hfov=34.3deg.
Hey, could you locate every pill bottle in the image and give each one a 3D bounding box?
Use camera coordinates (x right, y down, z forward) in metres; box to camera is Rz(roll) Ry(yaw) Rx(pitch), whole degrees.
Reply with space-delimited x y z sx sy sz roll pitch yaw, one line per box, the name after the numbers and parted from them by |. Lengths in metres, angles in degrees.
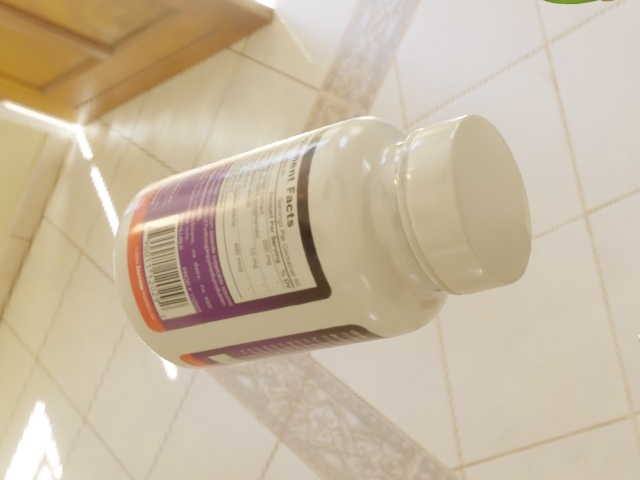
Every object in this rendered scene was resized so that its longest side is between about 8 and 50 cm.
0.000 0.000 0.517 0.193 0.108 0.108 -13 67 33 | pill bottle

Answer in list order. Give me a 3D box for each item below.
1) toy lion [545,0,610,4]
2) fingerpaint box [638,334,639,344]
0.145 -0.199 0.655 0.096 0.034 0.100 0 105 16 | toy lion
0.343 0.055 0.246 0.445 0.163 0.371 -31 16 16 | fingerpaint box
